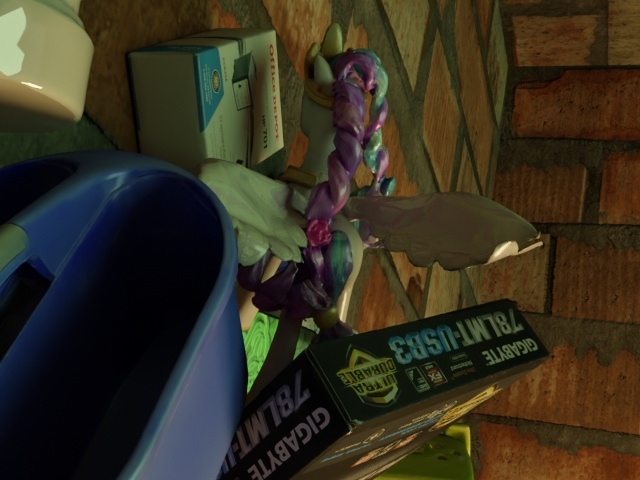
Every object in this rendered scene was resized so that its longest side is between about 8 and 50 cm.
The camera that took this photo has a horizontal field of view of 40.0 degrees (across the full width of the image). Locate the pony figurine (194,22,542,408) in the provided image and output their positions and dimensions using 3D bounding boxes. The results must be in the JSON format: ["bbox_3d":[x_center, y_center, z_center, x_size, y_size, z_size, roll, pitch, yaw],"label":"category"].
[{"bbox_3d":[0.000,0.000,0.860,0.351,0.302,0.364,-114,-145,-59],"label":"pony figurine"}]

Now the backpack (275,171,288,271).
[{"bbox_3d":[-0.024,-0.026,1.163,0.098,0.101,0.120,82,18,-47],"label":"backpack"}]

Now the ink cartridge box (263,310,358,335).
[{"bbox_3d":[-0.031,0.251,1.242,0.303,0.072,0.307,41,57,-67],"label":"ink cartridge box"}]

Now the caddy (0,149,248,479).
[{"bbox_3d":[-0.180,0.081,0.528,0.179,0.241,0.341,80,22,-43],"label":"caddy"}]

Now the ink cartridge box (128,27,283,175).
[{"bbox_3d":[-0.112,-0.142,0.920,0.190,0.082,0.140,-44,134,-61],"label":"ink cartridge box"}]

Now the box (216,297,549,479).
[{"bbox_3d":[0.011,0.171,0.744,0.295,0.293,0.073,-5,56,-51],"label":"box"}]

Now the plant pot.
[{"bbox_3d":[0.111,0.375,1.255,0.207,0.228,0.227,-56,145,-67],"label":"plant pot"}]

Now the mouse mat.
[{"bbox_3d":[-0.074,0.182,1.072,0.152,0.007,0.190,23,66,-34],"label":"mouse mat"}]

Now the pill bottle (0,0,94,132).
[{"bbox_3d":[-0.193,-0.255,0.476,0.210,0.210,0.363,22,72,-70],"label":"pill bottle"}]
